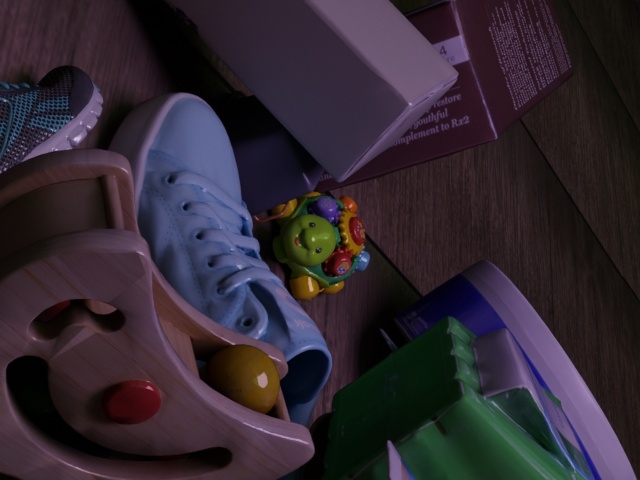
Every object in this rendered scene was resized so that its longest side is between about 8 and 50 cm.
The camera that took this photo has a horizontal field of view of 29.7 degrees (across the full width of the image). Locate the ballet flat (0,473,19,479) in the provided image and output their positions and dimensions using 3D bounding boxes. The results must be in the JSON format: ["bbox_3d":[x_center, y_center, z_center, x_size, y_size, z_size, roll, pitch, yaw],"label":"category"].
[{"bbox_3d":[-0.174,0.133,0.619,0.206,0.073,0.067,23,48,-61],"label":"ballet flat"}]

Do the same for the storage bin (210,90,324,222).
[{"bbox_3d":[-0.038,-0.068,0.971,0.098,0.091,0.135,63,29,-22],"label":"storage bin"}]

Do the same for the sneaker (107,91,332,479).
[{"bbox_3d":[-0.056,0.056,0.799,0.135,0.150,0.366,32,48,-55],"label":"sneaker"}]

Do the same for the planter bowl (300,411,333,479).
[{"bbox_3d":[-0.003,0.239,0.857,0.217,0.090,0.217,56,23,-39],"label":"planter bowl"}]

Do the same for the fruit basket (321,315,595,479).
[{"bbox_3d":[0.156,0.223,0.793,0.353,0.165,0.327,47,10,-5],"label":"fruit basket"}]

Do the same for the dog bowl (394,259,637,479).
[{"bbox_3d":[0.179,0.156,1.126,0.265,0.104,0.265,58,-2,3],"label":"dog bowl"}]

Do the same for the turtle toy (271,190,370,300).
[{"bbox_3d":[0.000,0.000,1.034,0.130,0.066,0.095,-10,85,-64],"label":"turtle toy"}]

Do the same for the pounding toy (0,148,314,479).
[{"bbox_3d":[-0.124,0.024,0.625,0.269,0.154,0.155,32,24,-36],"label":"pounding toy"}]

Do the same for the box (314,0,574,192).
[{"bbox_3d":[0.122,-0.174,1.231,0.381,0.191,0.143,-33,105,-62],"label":"box"}]

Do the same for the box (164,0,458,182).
[{"bbox_3d":[-0.032,-0.182,0.915,0.275,0.094,0.113,48,33,4],"label":"box"}]

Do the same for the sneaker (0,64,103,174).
[{"bbox_3d":[-0.187,-0.072,0.717,0.076,0.065,0.166,57,29,-24],"label":"sneaker"}]
